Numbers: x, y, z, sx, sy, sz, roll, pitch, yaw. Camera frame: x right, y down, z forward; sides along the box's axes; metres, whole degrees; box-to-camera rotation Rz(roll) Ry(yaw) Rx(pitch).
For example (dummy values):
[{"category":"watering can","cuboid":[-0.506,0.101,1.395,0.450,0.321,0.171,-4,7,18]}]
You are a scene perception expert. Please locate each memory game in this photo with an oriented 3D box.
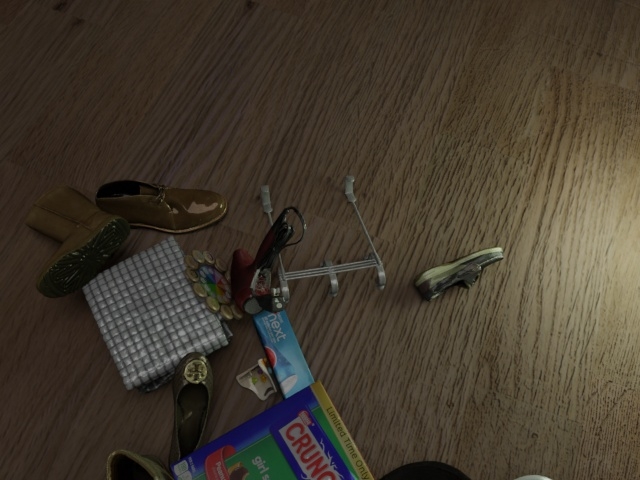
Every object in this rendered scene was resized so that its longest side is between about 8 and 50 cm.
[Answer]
[{"category":"memory game","cuboid":[-0.225,0.095,1.244,0.012,0.186,0.186,-38,68,18]}]

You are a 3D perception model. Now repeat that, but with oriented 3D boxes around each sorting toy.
[{"category":"sorting toy","cuboid":[-0.125,0.298,1.207,0.045,0.083,0.075,-14,68,-54]}]

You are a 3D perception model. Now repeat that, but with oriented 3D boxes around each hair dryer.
[{"category":"hair dryer","cuboid":[-0.118,0.052,1.228,0.080,0.293,0.223,26,74,-30]}]

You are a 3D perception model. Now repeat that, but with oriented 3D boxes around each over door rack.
[{"category":"over door rack","cuboid":[0.000,0.000,1.342,0.239,0.108,0.324,-8,51,-8]}]

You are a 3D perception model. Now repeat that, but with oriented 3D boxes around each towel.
[{"category":"towel","cuboid":[-0.348,0.163,1.227,0.235,0.121,0.283,-28,68,-17]}]

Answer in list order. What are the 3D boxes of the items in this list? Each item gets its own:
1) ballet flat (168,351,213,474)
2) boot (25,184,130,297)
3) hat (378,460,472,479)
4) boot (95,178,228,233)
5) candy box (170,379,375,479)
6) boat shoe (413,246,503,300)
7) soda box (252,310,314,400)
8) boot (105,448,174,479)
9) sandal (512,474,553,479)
[{"category":"ballet flat","cuboid":[-0.256,0.347,1.120,0.084,0.058,0.250,9,89,-23]},{"category":"boot","cuboid":[-0.575,-0.004,1.257,0.269,0.089,0.236,22,54,35]},{"category":"hat","cuboid":[0.163,0.568,1.025,0.331,0.331,0.134,-31,108,-17]},{"category":"boot","cuboid":[-0.375,-0.087,1.346,0.305,0.115,0.112,-2,63,-6]},{"category":"candy box","cuboid":[-0.068,0.455,1.024,0.317,0.122,0.268,-28,56,-10]},{"category":"boat shoe","cuboid":[0.331,0.081,1.333,0.223,0.080,0.073,-19,72,-7]},{"category":"soda box","cuboid":[-0.078,0.250,1.227,0.071,0.067,0.210,-20,67,-13]},{"category":"boot","cuboid":[-0.282,0.493,1.020,0.095,0.203,0.262,-32,69,-16]},{"category":"sandal","cuboid":[0.364,0.646,1.054,0.169,0.102,0.416,10,76,18]}]
